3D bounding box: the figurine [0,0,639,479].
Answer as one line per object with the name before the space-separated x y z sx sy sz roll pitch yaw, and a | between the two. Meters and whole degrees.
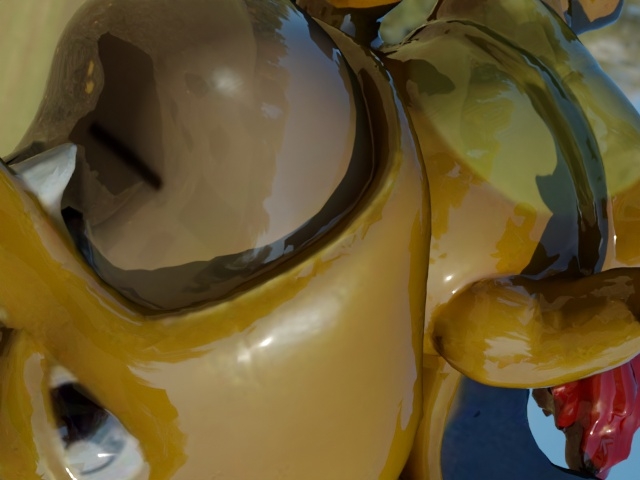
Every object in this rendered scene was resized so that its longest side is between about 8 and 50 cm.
figurine | 0.021 0.028 0.844 0.401 0.387 0.268 62 -25 4
